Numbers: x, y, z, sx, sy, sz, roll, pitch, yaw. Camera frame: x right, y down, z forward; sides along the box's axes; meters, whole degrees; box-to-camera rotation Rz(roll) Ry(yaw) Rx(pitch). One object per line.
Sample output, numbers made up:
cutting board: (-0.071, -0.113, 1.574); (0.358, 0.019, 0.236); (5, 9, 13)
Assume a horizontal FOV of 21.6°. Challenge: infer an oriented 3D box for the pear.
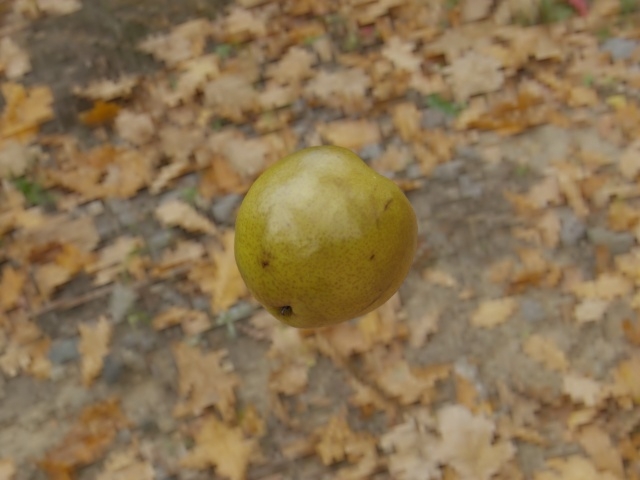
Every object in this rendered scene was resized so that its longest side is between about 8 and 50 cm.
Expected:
pear: (0.000, 0.000, 1.870); (0.208, 0.209, 0.209); (-11, 32, 7)
